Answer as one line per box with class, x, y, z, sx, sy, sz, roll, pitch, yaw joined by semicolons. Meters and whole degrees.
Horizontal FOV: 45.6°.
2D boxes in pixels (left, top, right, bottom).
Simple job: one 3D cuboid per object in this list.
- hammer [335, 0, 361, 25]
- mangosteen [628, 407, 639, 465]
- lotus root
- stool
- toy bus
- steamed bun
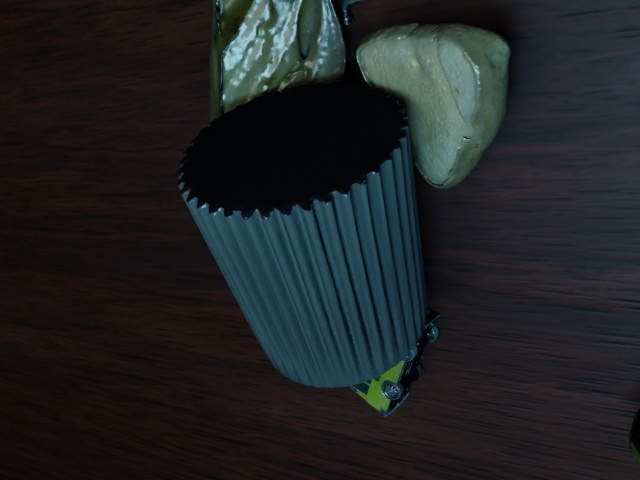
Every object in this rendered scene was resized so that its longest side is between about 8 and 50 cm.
hammer;0.104;-0.329;0.994;0.201;0.021;0.078;5;115;35
mangosteen;0.486;0.245;0.881;0.243;0.243;0.242;17;121;30
lotus root;-0.075;-0.255;1.103;0.210;0.142;0.314;12;122;-11
stool;0.000;0.000;1.033;0.297;0.297;0.330;12;137;32
toy bus;0.112;0.179;1.199;0.101;0.088;0.175;30;124;23
steamed bun;0.168;-0.192;0.953;0.231;0.110;0.212;60;155;-7
